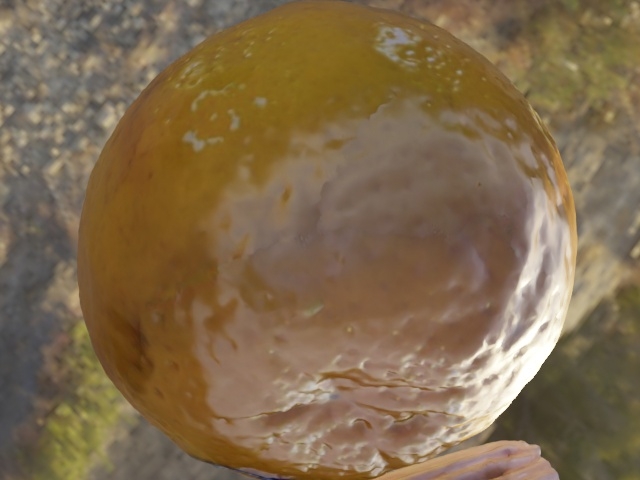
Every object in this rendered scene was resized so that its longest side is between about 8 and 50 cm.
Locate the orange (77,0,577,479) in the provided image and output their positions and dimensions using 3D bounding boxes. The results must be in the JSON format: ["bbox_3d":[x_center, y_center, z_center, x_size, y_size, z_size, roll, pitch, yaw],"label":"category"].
[{"bbox_3d":[0.002,0.002,0.576,0.177,0.178,0.155,63,28,-51],"label":"orange"}]

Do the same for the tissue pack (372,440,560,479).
[{"bbox_3d":[0.017,0.235,0.715,0.170,0.071,0.325,-15,131,-17],"label":"tissue pack"}]
